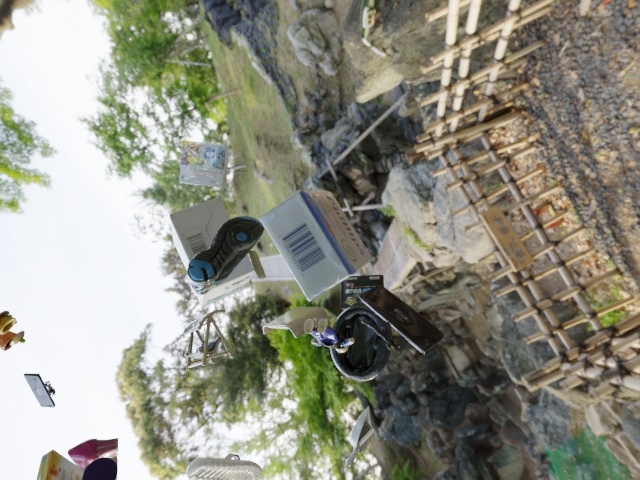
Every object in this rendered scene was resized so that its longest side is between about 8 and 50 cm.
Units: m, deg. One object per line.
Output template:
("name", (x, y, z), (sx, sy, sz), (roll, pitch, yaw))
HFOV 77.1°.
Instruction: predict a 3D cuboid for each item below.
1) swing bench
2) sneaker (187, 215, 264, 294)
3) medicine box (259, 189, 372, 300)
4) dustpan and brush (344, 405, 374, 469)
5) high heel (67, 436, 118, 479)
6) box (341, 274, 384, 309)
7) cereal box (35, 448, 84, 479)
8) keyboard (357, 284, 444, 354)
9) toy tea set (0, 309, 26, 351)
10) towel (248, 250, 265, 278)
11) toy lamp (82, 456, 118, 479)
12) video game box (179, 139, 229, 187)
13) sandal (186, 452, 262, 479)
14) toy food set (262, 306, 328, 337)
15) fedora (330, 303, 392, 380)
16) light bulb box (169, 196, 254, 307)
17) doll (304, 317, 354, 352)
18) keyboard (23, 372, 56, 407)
("swing bench", (-0.586, 0.502, 2.039), (0.253, 0.165, 0.254), (-31, 70, 48))
("sneaker", (-0.325, 0.042, 1.369), (0.125, 0.341, 0.139), (36, 142, 9))
("medicine box", (0.000, 0.000, 1.174), (0.263, 0.149, 0.289), (58, -161, 4))
("dustpan and brush", (0.137, 0.715, 1.423), (0.060, 0.211, 0.147), (18, 129, 42))
("high heel", (-0.968, 0.977, 1.719), (0.127, 0.182, 0.377), (-128, 47, -54))
("box", (0.217, 0.268, 2.060), (0.051, 0.221, 0.175), (51, -142, -67))
("cereal box", (-0.832, 0.827, 1.330), (0.240, 0.047, 0.173), (61, 170, -31))
("keyboard", (0.245, 0.277, 1.371), (0.317, 0.202, 0.033), (38, 136, 39))
("toy tea set", (-1.137, 0.363, 1.402), (0.124, 0.200, 0.336), (32, -177, -5))
("towel", (-0.302, 0.116, 1.925), (0.110, 0.027, 0.148), (38, -150, -87))
("toy lamp", (-0.535, 0.618, 0.964), (0.274, 0.080, 0.080), (-65, 33, 36))
("video game box", (-0.510, -0.335, 1.762), (0.048, 0.205, 0.186), (-55, -28, -78))
("sandal", (-0.440, 1.072, 1.904), (0.416, 0.169, 0.102), (39, -174, -37))
("toy food set", (-0.133, 0.428, 2.058), (0.306, 0.220, 0.092), (-14, 99, 51))
("fedora", (0.202, 0.454, 1.809), (0.153, 0.334, 0.333), (19, -138, -56))
("light bulb box", (-0.477, 0.065, 1.749), (0.357, 0.225, 0.361), (63, 157, 11))
("doll", (0.031, 0.265, 1.083), (0.189, 0.129, 0.046), (53, -141, -49))
("keyboard", (-1.119, 0.603, 1.631), (0.038, 0.100, 0.191), (-73, -17, -59))
